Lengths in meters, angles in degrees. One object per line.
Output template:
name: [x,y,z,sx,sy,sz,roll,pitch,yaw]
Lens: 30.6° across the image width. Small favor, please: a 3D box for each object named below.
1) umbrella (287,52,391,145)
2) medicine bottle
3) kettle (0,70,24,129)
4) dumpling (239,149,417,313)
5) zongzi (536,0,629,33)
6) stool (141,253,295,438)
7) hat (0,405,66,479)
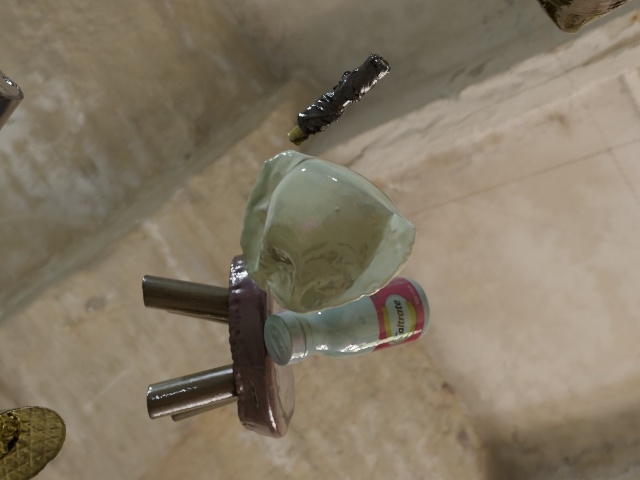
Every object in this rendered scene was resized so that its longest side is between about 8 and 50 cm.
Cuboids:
umbrella: [0.020,-0.162,1.354,0.144,0.040,0.037,-39,-70,16]
medicine bottle: [0.035,0.108,1.515,0.090,0.217,0.090,22,-62,52]
kettle: [-0.519,-0.104,1.276,0.262,0.203,0.308,32,-82,-26]
dumpling: [0.000,0.000,1.361,0.252,0.179,0.131,29,-4,35]
zongzi: [0.261,-0.249,0.904,0.084,0.184,0.187,58,-2,2]
stool: [-0.136,0.145,1.629,0.179,0.272,0.272,-5,-58,4]
hat: [-0.354,0.208,1.261,0.067,0.146,0.146,49,-39,32]
